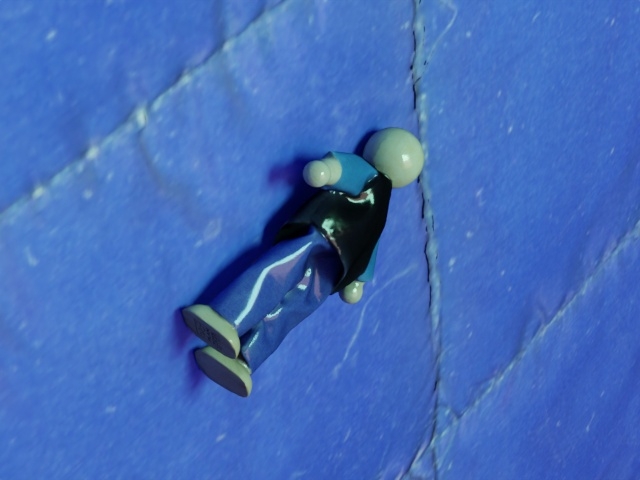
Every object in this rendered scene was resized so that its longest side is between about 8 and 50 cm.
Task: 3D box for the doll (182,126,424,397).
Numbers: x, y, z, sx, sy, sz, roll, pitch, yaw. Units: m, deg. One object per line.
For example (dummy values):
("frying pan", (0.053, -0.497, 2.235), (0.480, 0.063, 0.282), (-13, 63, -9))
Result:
("doll", (0.000, 0.000, 0.907), (0.189, 0.046, 0.129), (-46, 147, -27))
